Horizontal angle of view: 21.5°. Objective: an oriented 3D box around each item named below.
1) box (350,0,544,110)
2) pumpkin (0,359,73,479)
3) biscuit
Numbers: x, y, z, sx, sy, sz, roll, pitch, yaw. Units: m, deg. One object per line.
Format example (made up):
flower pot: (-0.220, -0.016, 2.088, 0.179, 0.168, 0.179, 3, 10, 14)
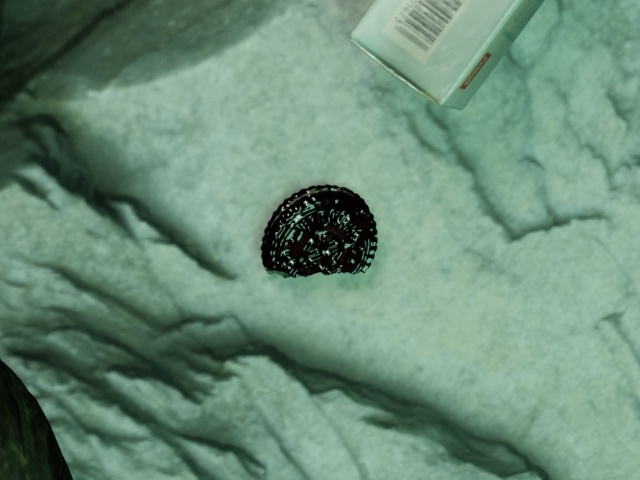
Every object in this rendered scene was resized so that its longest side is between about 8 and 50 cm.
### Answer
box: (0.135, -0.212, 1.100, 0.079, 0.135, 0.269, 38, 100, 7)
pumpkin: (-0.352, 0.214, 0.964, 0.454, 0.344, 0.454, -23, 126, -34)
biscuit: (0.000, 0.000, 1.220, 0.087, 0.027, 0.089, -46, 127, 1)
